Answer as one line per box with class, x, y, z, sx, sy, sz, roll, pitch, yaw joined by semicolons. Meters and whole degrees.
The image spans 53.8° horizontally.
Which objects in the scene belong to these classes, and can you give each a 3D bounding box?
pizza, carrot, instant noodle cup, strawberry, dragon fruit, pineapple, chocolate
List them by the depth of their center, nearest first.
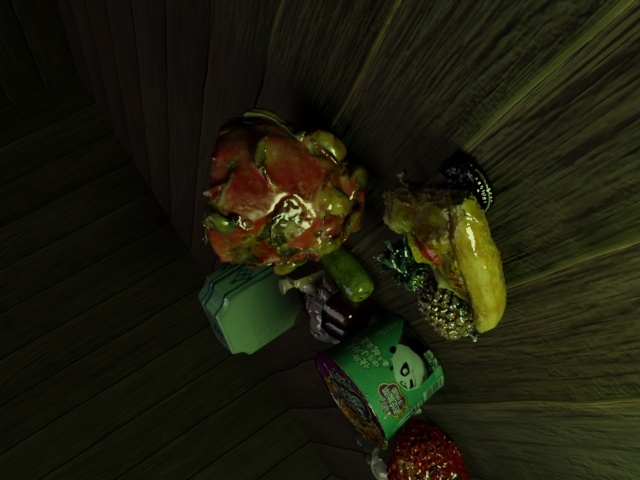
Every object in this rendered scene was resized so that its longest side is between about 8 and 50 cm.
pizza;0.172;0.002;0.970;0.288;0.075;0.280;42;163;53
pineapple;0.188;0.083;1.067;0.221;0.103;0.083;48;137;20
dragon fruit;-0.043;-0.098;1.155;0.263;0.314;0.296;5;158;12
instant noodle cup;0.134;0.291;1.361;0.251;0.190;0.251;49;159;25
chocolate;0.071;0.178;1.442;0.080;0.125;0.148;42;147;31
carrot;0.000;0.000;1.448;0.358;0.074;0.074;51;160;31
strawberry;0.245;0.511;1.477;0.184;0.187;0.201;61;-162;-45

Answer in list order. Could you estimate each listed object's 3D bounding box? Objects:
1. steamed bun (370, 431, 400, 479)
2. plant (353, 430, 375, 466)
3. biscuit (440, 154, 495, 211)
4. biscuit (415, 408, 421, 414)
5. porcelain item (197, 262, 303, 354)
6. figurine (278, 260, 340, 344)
steamed bun;0.220;0.581;1.622;0.183;0.183;0.106;42;135;40
plant;0.206;0.625;1.763;0.146;0.149;0.274;20;-153;-55
biscuit;0.202;-0.078;0.870;0.089;0.027;0.087;30;148;55
biscuit;0.183;0.366;1.590;0.188;0.040;0.265;51;160;27
porcelain item;-0.211;0.183;1.927;0.157;0.281;0.285;37;154;42
figurine;0.002;0.168;1.579;0.236;0.141;0.162;66;165;-21
